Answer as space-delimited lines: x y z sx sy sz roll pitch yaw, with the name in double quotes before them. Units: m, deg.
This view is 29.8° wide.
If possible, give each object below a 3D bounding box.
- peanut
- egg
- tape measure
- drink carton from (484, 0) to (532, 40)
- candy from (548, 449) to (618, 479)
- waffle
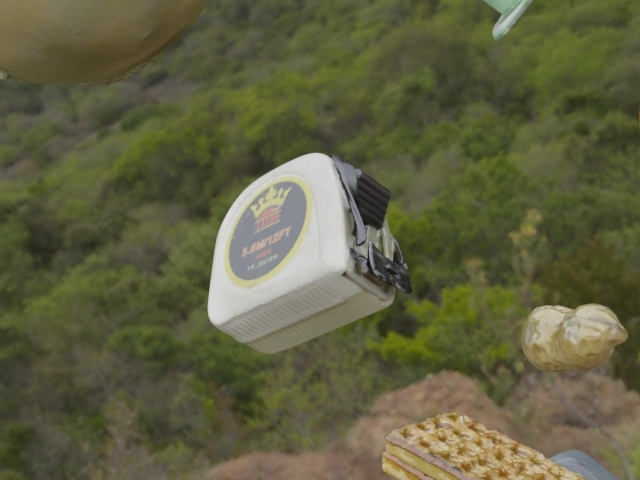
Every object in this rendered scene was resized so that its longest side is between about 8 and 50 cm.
"peanut" 0.267 0.103 1.296 0.080 0.080 0.174 -42 5 -18
"egg" -0.114 -0.149 0.524 0.164 0.164 0.201 -30 16 2
"tape measure" 0.000 0.000 1.458 0.271 0.133 0.231 -26 45 39
"drink carton" 0.157 -0.290 1.117 0.146 0.142 0.144 -50 6 45
"candy" 0.278 0.291 1.240 0.138 0.071 0.174 -18 39 -31
"waffle" 0.134 0.194 1.001 0.102 0.042 0.148 -7 22 -45
